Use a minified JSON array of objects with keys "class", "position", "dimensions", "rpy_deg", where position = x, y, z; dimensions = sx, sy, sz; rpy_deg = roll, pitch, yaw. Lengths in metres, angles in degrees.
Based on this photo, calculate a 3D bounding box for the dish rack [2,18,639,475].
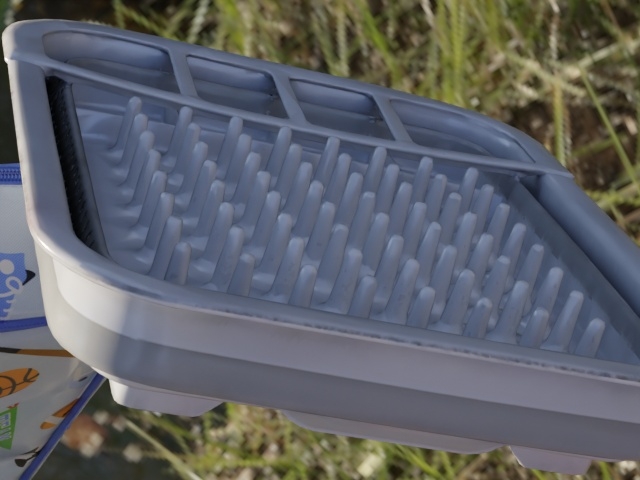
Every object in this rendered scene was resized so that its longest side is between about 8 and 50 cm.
[{"class":"dish rack","position":[0.000,0.000,0.716],"dimensions":[0.333,0.285,0.072],"rpy_deg":[-119,43,-65]}]

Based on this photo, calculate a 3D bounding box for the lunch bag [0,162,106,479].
[{"class":"lunch bag","position":[-0.232,0.070,0.885],"dimensions":[0.303,0.243,0.115],"rpy_deg":[-47,56,49]}]
